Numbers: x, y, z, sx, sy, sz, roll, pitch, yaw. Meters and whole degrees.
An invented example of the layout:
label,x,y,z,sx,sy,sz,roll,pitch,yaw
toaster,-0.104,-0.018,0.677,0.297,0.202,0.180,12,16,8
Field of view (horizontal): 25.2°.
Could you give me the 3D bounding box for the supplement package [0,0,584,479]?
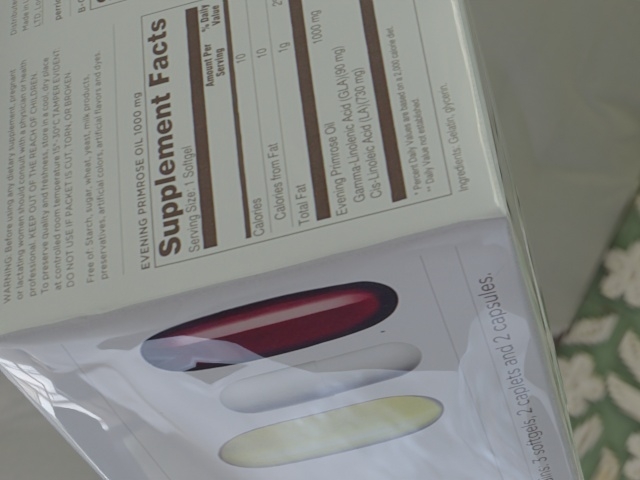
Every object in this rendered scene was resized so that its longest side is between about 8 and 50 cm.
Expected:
label,x,y,z,sx,sy,sz,roll,pitch,yaw
supplement package,0.000,0.000,0.516,0.262,0.145,0.204,64,-164,-53
